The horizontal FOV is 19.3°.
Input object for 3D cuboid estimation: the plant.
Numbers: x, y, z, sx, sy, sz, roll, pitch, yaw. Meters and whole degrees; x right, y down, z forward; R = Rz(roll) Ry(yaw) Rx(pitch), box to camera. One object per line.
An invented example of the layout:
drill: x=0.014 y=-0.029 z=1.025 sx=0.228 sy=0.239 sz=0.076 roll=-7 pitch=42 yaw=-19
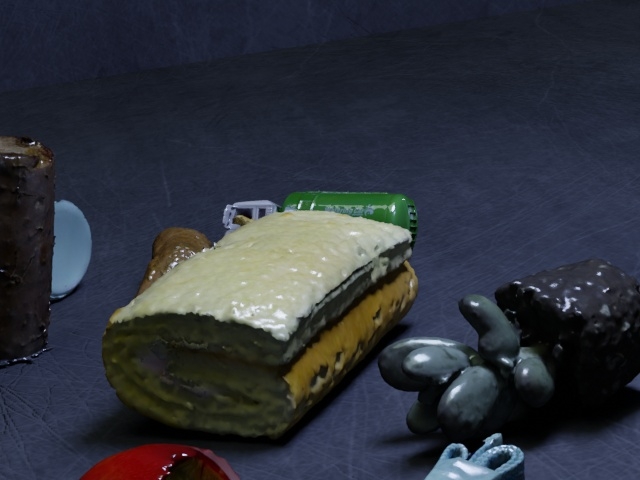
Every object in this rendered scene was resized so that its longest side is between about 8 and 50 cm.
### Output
plant: x=0.201 y=0.115 z=1.885 sx=0.274 sy=0.149 sz=0.146 roll=-18 pitch=20 yaw=-24

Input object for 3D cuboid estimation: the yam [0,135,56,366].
yam: x=-0.378 y=0.014 z=2.253 sx=0.131 sy=0.280 sz=0.131 roll=5 pitch=20 yaw=-2

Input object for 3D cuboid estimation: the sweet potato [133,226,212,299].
sweet potato: x=-0.176 y=0.050 z=2.343 sx=0.114 sy=0.092 sz=0.341 roll=-44 pitch=12 yaw=15

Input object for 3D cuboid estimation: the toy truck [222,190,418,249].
toy truck: x=0.000 y=0.000 z=2.328 sx=0.242 sy=0.125 sz=0.101 roll=0 pitch=-11 yaw=23

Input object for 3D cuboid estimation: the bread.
bread: x=-0.062 y=0.076 z=2.089 sx=0.236 sy=0.165 sz=0.375 roll=6 pitch=20 yaw=24

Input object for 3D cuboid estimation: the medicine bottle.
medicine bottle: x=-0.405 y=0.008 z=2.500 sx=0.168 sy=0.135 sz=0.135 roll=7 pitch=22 yaw=36

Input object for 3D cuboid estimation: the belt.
belt: x=0.085 y=0.250 z=1.615 sx=0.087 sy=0.072 sz=0.302 roll=7 pitch=21 yaw=32

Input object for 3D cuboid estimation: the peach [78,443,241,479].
peach: x=-0.118 y=0.259 z=1.472 sx=0.196 sy=0.190 sz=0.226 roll=-5 pitch=8 yaw=-25
